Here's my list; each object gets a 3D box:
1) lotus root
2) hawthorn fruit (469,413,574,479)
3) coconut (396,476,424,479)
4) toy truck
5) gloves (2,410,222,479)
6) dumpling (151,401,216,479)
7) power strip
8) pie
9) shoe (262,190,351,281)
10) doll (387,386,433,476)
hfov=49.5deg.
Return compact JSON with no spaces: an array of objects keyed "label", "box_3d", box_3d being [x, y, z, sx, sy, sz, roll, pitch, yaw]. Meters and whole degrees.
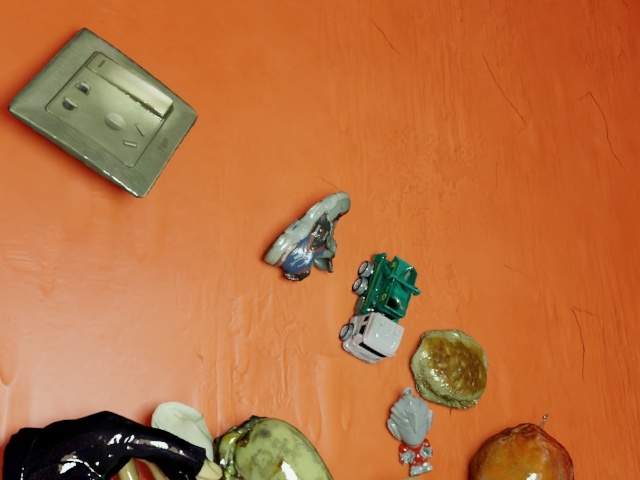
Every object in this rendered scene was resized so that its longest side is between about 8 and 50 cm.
[{"label":"lotus root","box_3d":[-0.052,0.428,1.120,0.173,0.173,0.309,-25,76,-33]},{"label":"hawthorn fruit","box_3d":[0.414,0.450,1.393,0.207,0.207,0.243,45,54,-10]},{"label":"coconut","box_3d":[0.180,0.565,1.135,0.352,0.352,0.353,9,70,-27]},{"label":"toy truck","box_3d":[0.127,0.126,1.365,0.110,0.116,0.216,32,62,-18]},{"label":"gloves","box_3d":[-0.292,0.324,0.981,0.301,0.197,0.152,16,94,-10]},{"label":"dumpling","box_3d":[-0.211,0.335,1.122,0.169,0.100,0.134,54,28,4]},{"label":"power strip","box_3d":[-0.370,-0.212,1.202,0.257,0.092,0.251,35,52,-15]},{"label":"pie","box_3d":[0.271,0.261,1.432,0.193,0.079,0.163,14,65,-26]},{"label":"shoe","box_3d":[0.000,0.000,1.338,0.227,0.099,0.125,-40,89,-27]},{"label":"doll","box_3d":[0.179,0.371,1.349,0.094,0.079,0.180,-11,94,-8]}]
